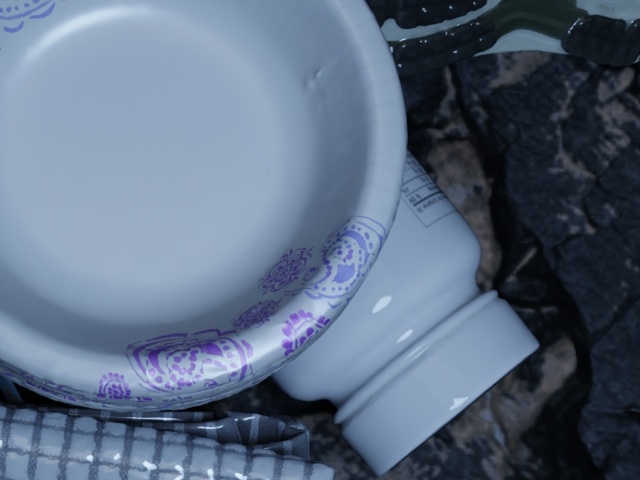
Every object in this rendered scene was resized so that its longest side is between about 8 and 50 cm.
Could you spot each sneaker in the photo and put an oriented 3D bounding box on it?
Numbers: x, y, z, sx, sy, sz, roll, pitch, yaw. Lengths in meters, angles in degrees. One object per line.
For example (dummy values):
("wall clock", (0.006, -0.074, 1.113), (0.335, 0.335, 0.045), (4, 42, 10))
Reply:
("sneaker", (0.076, -0.211, 1.253), (0.410, 0.158, 0.182), (1, 38, -30))

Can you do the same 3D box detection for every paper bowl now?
("paper bowl", (-0.099, -0.045, 1.083), (0.284, 0.148, 0.284), (1, 77, -5))

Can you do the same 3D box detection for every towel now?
("towel", (-0.123, 0.226, 1.134), (0.235, 0.121, 0.284), (6, 103, -2))

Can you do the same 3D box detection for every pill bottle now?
("pill bottle", (0.000, 0.000, 1.239), (0.160, 0.160, 0.283), (-38, 82, -8))

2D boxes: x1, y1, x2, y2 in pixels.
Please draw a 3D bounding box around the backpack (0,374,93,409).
("backpack", (-0.162, 0.066, 1.228), (0.117, 0.158, 0.173), (-37, 102, -22))
